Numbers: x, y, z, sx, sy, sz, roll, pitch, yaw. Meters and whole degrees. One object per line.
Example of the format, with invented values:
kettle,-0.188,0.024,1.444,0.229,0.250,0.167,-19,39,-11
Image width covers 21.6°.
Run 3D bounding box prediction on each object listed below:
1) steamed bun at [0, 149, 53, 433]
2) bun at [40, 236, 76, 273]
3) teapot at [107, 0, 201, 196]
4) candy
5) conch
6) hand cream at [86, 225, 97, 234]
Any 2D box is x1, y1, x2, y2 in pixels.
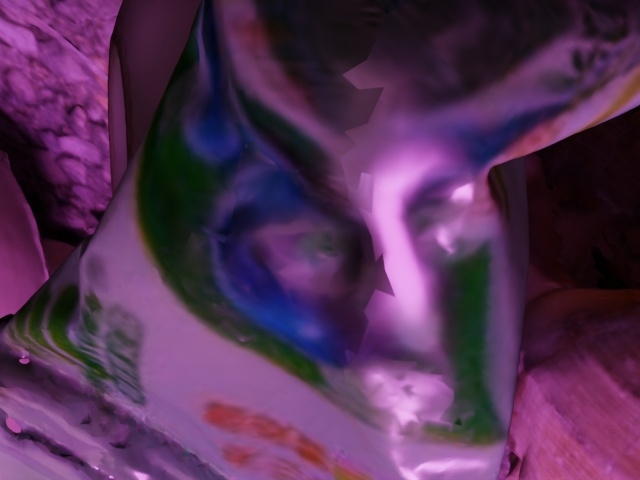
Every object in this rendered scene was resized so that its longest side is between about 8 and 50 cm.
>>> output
steamed bun,-0.362,0.071,1.184,0.374,0.241,0.374,9,102,50
bun,-0.213,0.098,1.305,0.222,0.127,0.222,22,142,18
teapot,-0.041,-0.009,0.943,0.149,0.220,0.318,-3,135,-10
candy,-0.002,0.002,0.709,0.263,0.172,0.398,31,110,19
conch,0.192,0.011,0.776,0.263,0.324,0.186,52,-168,22
hand cream,-0.089,0.010,1.157,0.087,0.054,0.186,44,153,-22
